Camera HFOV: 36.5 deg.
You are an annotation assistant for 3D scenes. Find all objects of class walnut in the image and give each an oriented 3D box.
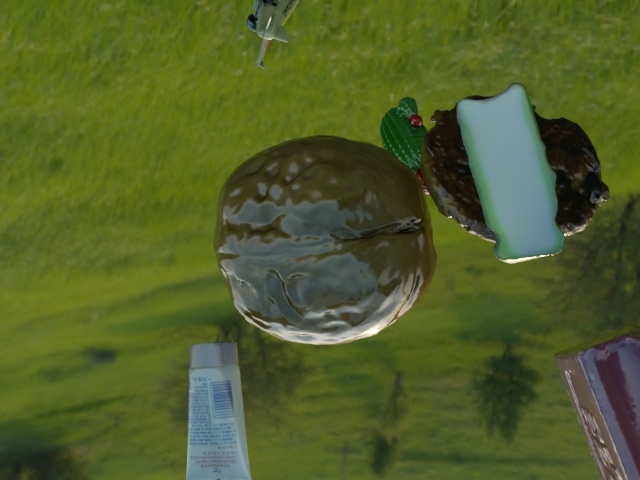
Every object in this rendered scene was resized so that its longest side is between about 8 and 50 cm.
[{"bbox_3d":[0.000,0.000,1.657,0.398,0.354,0.308,-1,178,31],"label":"walnut"}]

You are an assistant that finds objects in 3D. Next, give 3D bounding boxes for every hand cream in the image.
[{"bbox_3d":[-0.174,0.296,1.649,0.133,0.248,0.083,-6,172,30],"label":"hand cream"}]

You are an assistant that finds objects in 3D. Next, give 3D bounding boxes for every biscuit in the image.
[{"bbox_3d":[0.318,-0.114,1.626,0.334,0.289,0.081,-7,153,-22],"label":"biscuit"}]

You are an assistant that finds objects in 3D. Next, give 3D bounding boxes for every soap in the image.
[{"bbox_3d":[0.467,0.304,1.378,0.128,0.359,0.233,-20,171,1],"label":"soap"}]

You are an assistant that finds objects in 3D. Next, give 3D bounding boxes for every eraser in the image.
[{"bbox_3d":[0.248,-0.080,1.226,0.092,0.210,0.274,-15,-179,13],"label":"eraser"}]

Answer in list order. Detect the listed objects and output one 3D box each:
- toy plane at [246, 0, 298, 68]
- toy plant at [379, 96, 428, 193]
[{"bbox_3d":[-0.091,-0.480,1.980,0.104,0.256,0.242,11,136,-10],"label":"toy plane"},{"bbox_3d":[0.176,-0.160,1.877,0.088,0.240,0.154,-6,158,-18],"label":"toy plant"}]
